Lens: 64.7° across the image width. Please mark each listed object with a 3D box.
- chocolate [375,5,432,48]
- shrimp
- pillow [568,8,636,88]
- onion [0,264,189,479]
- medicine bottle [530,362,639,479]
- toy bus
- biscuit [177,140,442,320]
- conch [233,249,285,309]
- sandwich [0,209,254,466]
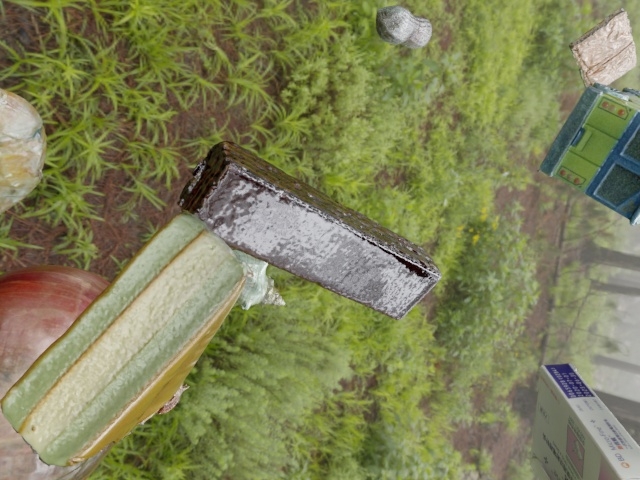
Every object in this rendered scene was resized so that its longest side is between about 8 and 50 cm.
[{"bbox_3d":[0.253,-0.639,1.526,0.248,0.110,0.110,-12,113,-46],"label":"chocolate"},{"bbox_3d":[-0.501,-0.070,0.652,0.360,0.085,0.247,-40,165,29],"label":"shrimp"},{"bbox_3d":[0.664,-0.430,1.176,0.233,0.126,0.043,24,39,-50],"label":"pillow"},{"bbox_3d":[-0.408,0.210,0.732,0.354,0.354,0.353,-39,135,-54],"label":"onion"},{"bbox_3d":[0.316,0.272,0.597,0.201,0.052,0.171,-92,179,-69],"label":"medicine bottle"},{"bbox_3d":[0.518,-0.146,0.812,0.313,0.190,0.151,-13,133,-41],"label":"toy bus"},{"bbox_3d":[0.000,0.000,0.697,0.389,0.073,0.107,27,114,-30],"label":"biscuit"},{"bbox_3d":[-0.168,0.085,1.227,0.137,0.115,0.233,-47,119,-35],"label":"conch"},{"bbox_3d":[-0.135,0.070,0.355,0.163,0.079,0.113,-53,169,30],"label":"sandwich"}]
